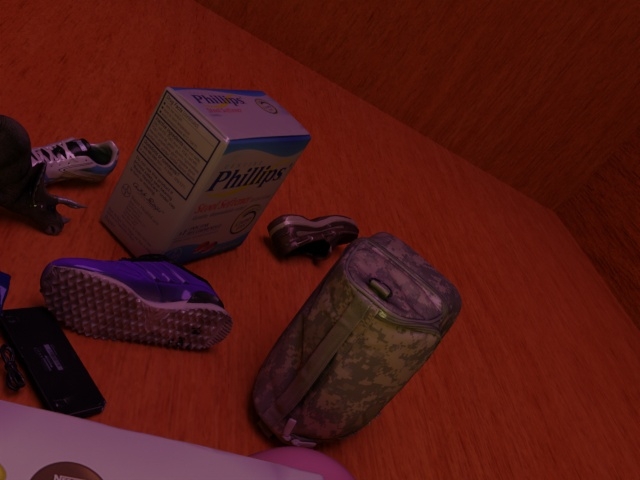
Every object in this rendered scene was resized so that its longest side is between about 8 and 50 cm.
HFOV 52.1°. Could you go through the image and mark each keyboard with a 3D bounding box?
[{"bbox_3d":[-0.360,0.157,0.837,0.180,0.023,0.108,48,22,23],"label":"keyboard"}]

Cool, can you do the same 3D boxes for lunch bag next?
[{"bbox_3d":[0.045,0.160,1.018,0.212,0.305,0.256,42,23,17],"label":"lunch bag"}]

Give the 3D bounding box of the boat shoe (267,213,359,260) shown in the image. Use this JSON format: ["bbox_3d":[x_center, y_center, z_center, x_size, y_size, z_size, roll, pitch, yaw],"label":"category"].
[{"bbox_3d":[-0.005,0.004,1.451,0.257,0.095,0.095,-2,59,-43],"label":"boat shoe"}]

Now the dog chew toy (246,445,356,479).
[{"bbox_3d":[-0.019,0.395,0.683,0.206,0.206,0.332,14,42,-37],"label":"dog chew toy"}]

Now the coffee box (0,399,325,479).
[{"bbox_3d":[-0.194,0.340,0.390,0.337,0.338,0.334,23,29,-26],"label":"coffee box"}]

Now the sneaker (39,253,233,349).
[{"bbox_3d":[-0.281,0.072,0.995,0.293,0.102,0.146,22,26,-37],"label":"sneaker"}]

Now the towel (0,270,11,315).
[{"bbox_3d":[-0.497,0.099,0.665,0.308,0.076,0.228,21,47,-32],"label":"towel"}]

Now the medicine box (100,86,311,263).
[{"bbox_3d":[-0.199,-0.114,1.163,0.149,0.289,0.263,44,28,15],"label":"medicine box"}]

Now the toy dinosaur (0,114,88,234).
[{"bbox_3d":[-0.472,-0.115,0.934,0.121,0.314,0.160,37,63,23],"label":"toy dinosaur"}]

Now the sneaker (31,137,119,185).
[{"bbox_3d":[-0.454,-0.142,1.132,0.085,0.086,0.237,47,30,16],"label":"sneaker"}]
